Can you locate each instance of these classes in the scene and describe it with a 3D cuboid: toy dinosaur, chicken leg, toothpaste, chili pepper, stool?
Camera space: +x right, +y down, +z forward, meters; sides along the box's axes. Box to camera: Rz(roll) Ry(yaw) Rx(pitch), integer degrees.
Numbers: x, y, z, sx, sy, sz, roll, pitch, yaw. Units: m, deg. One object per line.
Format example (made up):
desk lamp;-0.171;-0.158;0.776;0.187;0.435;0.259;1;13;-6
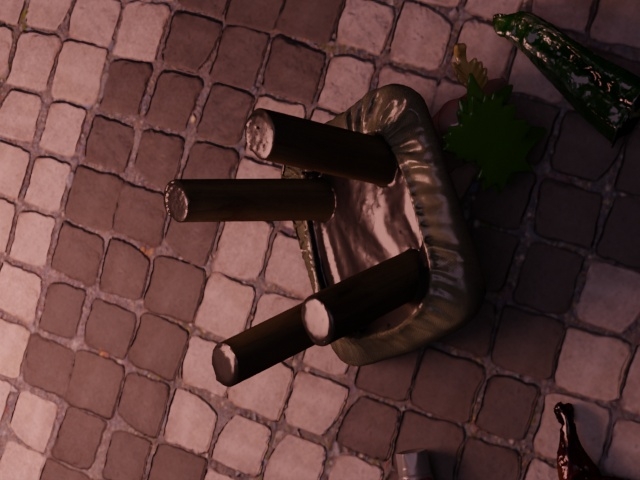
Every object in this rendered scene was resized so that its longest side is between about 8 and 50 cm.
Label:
toy dinosaur;0.176;-0.125;1.684;0.194;0.152;0.177;-59;28;1
chicken leg;0.328;0.289;1.609;0.093;0.053;0.205;-42;77;-8
toothpaste;0.129;0.359;1.700;0.067;0.043;0.194;-11;88;20
chili pepper;0.293;-0.210;1.653;0.227;0.059;0.088;40;107;23
stool;0.000;0.000;1.620;0.310;0.226;0.310;-30;75;51
